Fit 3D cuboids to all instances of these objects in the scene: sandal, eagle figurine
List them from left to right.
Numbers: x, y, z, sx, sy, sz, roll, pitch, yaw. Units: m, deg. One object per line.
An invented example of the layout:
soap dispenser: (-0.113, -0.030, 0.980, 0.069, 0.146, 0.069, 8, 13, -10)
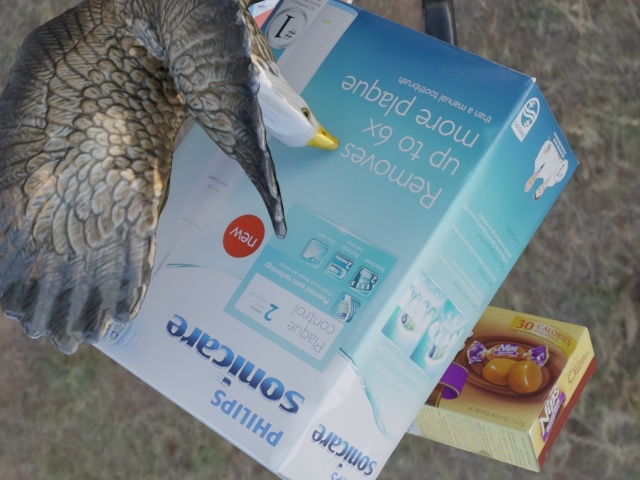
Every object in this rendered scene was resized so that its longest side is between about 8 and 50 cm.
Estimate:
eagle figurine: (-0.085, -0.105, 0.778, 0.225, 0.298, 0.226, 12, 129, 13)
sandal: (0.157, -0.142, 1.823, 0.107, 0.167, 0.445, -5, 102, 9)

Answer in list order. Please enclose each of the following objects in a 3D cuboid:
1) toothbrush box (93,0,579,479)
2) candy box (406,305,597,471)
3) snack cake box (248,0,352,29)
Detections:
toothbrush box: (0.000, 0.000, 0.876, 0.295, 0.216, 0.126, -56, 146, -6)
candy box: (0.107, 0.102, 1.000, 0.187, 0.109, 0.053, 13, 141, 34)
snack cake box: (-0.030, -0.337, 1.442, 0.152, 0.089, 0.264, -15, 134, -41)
